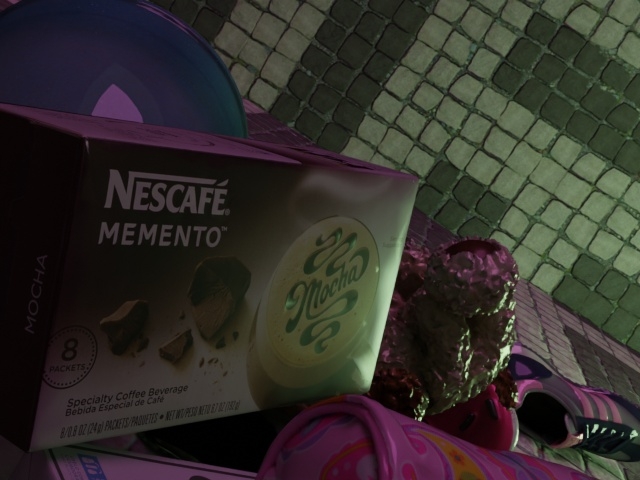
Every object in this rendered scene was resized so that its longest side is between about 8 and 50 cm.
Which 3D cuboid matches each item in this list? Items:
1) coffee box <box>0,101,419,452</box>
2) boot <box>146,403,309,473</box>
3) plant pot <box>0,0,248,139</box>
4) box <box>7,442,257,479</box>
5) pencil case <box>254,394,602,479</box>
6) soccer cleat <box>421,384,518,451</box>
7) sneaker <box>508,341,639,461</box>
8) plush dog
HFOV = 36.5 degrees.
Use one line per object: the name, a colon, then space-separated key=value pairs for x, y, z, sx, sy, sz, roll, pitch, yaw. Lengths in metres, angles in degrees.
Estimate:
coffee box: x=-0.081 y=0.016 z=0.616 sx=0.119 sy=0.168 sz=0.297 roll=19 pitch=10 yaw=37
boot: x=-0.011 y=0.166 z=0.830 sx=0.280 sy=0.096 sz=0.264 roll=31 pitch=-6 yaw=-42
plant pot: x=-0.202 y=-0.035 z=0.783 sx=0.272 sy=0.271 sz=0.255 roll=29 pitch=26 yaw=-16
box: x=-0.036 y=0.217 z=0.561 sx=0.290 sy=0.087 sz=0.169 roll=23 pitch=15 yaw=-40
pencil case: x=0.097 y=0.179 z=0.568 sx=0.284 sy=0.124 sz=0.124 roll=26 pitch=14 yaw=-35
soccer cleat: x=0.150 y=0.158 z=1.212 sx=0.143 sy=0.116 sz=0.331 roll=21 pitch=16 yaw=-44
sneaker: x=0.367 y=0.270 z=1.412 sx=0.319 sy=0.112 sz=0.131 roll=26 pitch=29 yaw=-15
plush dog: x=0.079 y=0.125 z=0.985 sx=0.262 sy=0.225 sz=0.210 roll=2 pitch=-62 yaw=66
